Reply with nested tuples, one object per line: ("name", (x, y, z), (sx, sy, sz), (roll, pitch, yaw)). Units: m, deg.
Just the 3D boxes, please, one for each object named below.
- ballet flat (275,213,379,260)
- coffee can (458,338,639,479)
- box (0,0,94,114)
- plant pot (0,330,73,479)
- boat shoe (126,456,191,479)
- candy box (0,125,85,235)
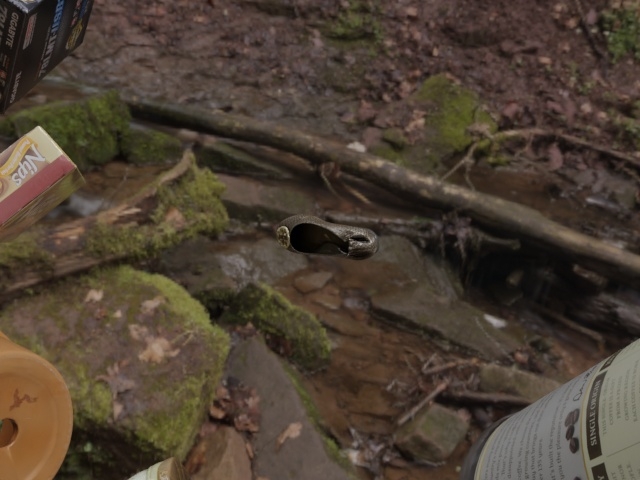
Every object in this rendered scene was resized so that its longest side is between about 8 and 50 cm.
("ballet flat", (0.000, 0.000, 1.315), (0.250, 0.084, 0.058), (10, 25, 37))
("coffee can", (0.243, 0.160, 0.428), (0.201, 0.275, 0.201), (12, 52, -17))
("box", (-0.549, -0.435, 1.331), (0.073, 0.295, 0.293), (32, 48, -11))
("plant pot", (-0.463, 0.235, 0.853), (0.203, 0.291, 0.291), (-2, 20, 31))
("boat shoe", (-0.184, 0.340, 0.797), (0.089, 0.285, 0.104), (-13, 49, -7))
("candy box", (-0.496, -0.082, 1.116), (0.183, 0.087, 0.316), (-42, 11, -12))
